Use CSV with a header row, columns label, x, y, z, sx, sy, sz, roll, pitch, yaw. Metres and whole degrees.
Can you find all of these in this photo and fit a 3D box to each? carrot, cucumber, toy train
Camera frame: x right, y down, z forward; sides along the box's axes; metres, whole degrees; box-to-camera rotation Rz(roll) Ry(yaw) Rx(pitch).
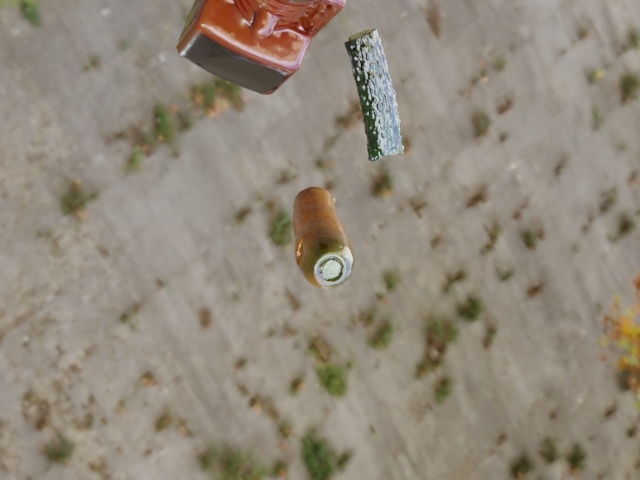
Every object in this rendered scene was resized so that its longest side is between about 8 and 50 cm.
label,x,y,z,sx,sy,sz,roll,pitch,yaw
carrot,0.000,0.000,1.844,0.087,0.087,0.193,-31,-153,7
cucumber,0.078,-0.203,1.813,0.058,0.187,0.058,-11,-157,5
toy train,-0.032,-0.284,1.270,0.232,0.163,0.369,-71,-166,-14
